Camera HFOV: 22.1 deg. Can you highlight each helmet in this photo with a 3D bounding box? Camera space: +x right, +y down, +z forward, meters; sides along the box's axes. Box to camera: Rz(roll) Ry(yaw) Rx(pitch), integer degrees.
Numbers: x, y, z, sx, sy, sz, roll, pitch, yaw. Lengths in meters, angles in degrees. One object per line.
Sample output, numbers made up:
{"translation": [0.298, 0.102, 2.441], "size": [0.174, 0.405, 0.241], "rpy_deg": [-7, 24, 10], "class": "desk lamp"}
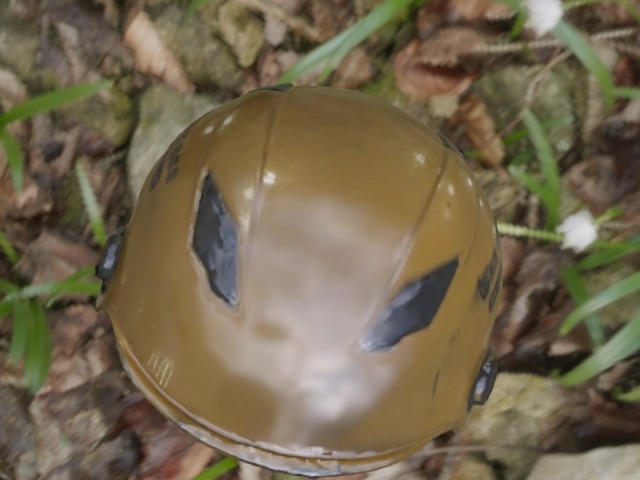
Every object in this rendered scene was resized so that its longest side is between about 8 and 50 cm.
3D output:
{"translation": [0.000, 0.000, 0.780], "size": [0.198, 0.130, 0.224], "rpy_deg": [17, 25, 2], "class": "helmet"}

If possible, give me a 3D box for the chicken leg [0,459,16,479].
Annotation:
{"translation": [-0.289, 0.101, 1.088], "size": [0.113, 0.093, 0.304], "rpy_deg": [-77, 144, -59], "class": "chicken leg"}
